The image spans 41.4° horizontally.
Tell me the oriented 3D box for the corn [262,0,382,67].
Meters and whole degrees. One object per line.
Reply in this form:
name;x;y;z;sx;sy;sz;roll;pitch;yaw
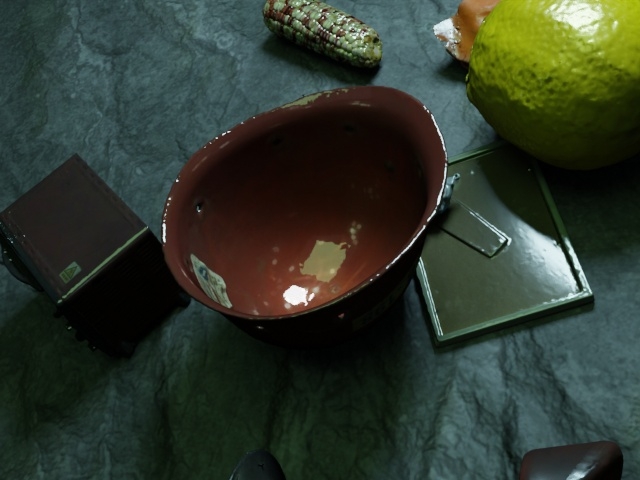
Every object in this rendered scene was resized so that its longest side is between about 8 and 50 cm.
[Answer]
corn;0.006;-0.362;1.453;0.253;0.086;0.086;32;74;33

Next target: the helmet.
helmet;0.000;0.000;1.127;0.337;0.230;0.385;30;65;33

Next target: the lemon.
lemon;0.333;-0.227;1.138;0.245;0.245;0.320;-42;52;-9

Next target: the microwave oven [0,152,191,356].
microwave oven;-0.345;0.027;1.276;0.188;0.178;0.247;-44;53;-10

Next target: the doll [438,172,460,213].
doll;0.155;-0.052;1.198;0.114;0.039;0.057;-39;23;7

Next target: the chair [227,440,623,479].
chair;0.114;0.324;0.877;0.401;0.226;0.226;-7;56;17

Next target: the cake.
cake;0.324;-0.365;1.326;0.287;0.098;0.135;-36;51;2

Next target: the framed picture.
framed picture;0.227;-0.009;1.175;0.211;0.020;0.289;-18;54;9
